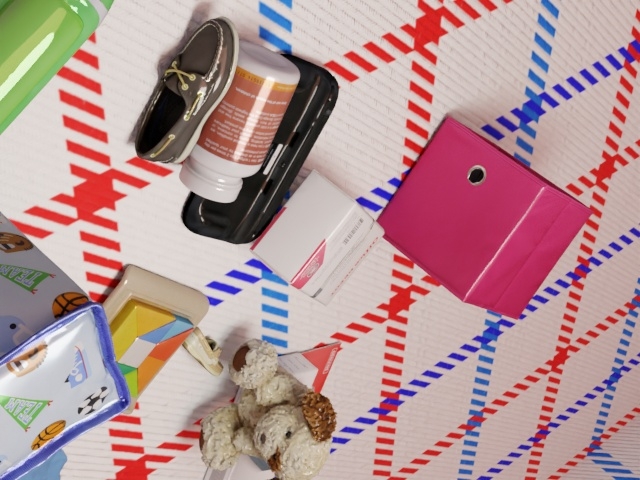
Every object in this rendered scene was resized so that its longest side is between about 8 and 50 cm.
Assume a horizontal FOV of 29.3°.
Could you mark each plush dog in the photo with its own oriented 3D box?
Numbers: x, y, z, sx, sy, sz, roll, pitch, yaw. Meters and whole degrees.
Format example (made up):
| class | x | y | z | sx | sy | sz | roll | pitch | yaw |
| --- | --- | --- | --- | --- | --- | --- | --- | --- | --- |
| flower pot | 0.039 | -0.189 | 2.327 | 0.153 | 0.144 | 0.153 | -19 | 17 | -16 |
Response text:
| class | x | y | z | sx | sy | sz | roll | pitch | yaw |
| --- | --- | --- | --- | --- | --- | --- | --- | --- | --- |
| plush dog | -0.064 | 0.328 | 2.133 | 0.211 | 0.225 | 0.262 | 9 | 117 | -37 |

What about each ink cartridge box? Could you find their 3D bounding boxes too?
| class | x | y | z | sx | sy | sz | roll | pitch | yaw |
| --- | --- | --- | --- | --- | --- | --- | --- | --- | --- |
| ink cartridge box | 0.000 | 0.000 | 2.056 | 0.172 | 0.100 | 0.237 | -51 | 162 | 0 |
| ink cartridge box | -0.075 | 0.350 | 2.389 | 0.261 | 0.066 | 0.296 | -8 | 128 | -46 |

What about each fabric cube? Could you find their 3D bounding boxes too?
| class | x | y | z | sx | sy | sz | roll | pitch | yaw |
| --- | --- | --- | --- | --- | --- | --- | --- | --- | --- |
| fabric cube | 0.304 | -0.039 | 2.297 | 0.258 | 0.254 | 0.259 | -55 | 148 | 10 |

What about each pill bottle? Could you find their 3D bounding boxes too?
| class | x | y | z | sx | sy | sz | roll | pitch | yaw |
| --- | --- | --- | --- | --- | --- | --- | --- | --- | --- |
| pill bottle | -0.123 | -0.169 | 1.761 | 0.121 | 0.121 | 0.216 | -1 | 122 | -51 |

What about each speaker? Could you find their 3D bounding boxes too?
| class | x | y | z | sx | sy | sz | roll | pitch | yaw |
| --- | --- | --- | --- | --- | --- | --- | --- | --- | --- |
| speaker | -0.373 | -0.211 | 1.408 | 0.296 | 0.131 | 0.131 | -49 | 148 | -4 |

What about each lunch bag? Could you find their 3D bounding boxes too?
| class | x | y | z | sx | sy | sz | roll | pitch | yaw |
| --- | --- | --- | --- | --- | --- | --- | --- | --- | --- |
| lunch bag | -0.480 | 0.146 | 1.441 | 0.385 | 0.328 | 0.239 | -33 | 139 | -24 |

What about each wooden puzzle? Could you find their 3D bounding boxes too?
| class | x | y | z | sx | sy | sz | roll | pitch | yaw |
| --- | --- | --- | --- | --- | --- | --- | --- | --- | --- |
| wooden puzzle | -0.299 | 0.167 | 1.947 | 0.238 | 0.044 | 0.221 | -55 | 146 | 5 |

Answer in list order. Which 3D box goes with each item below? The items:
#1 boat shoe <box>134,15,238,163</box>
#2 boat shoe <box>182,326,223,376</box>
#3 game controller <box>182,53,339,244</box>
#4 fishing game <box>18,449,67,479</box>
| class | x | y | z | sx | sy | sz | roll | pitch | yaw |
| --- | --- | --- | --- | --- | --- | --- | --- | --- | --- |
| boat shoe | -0.185 | -0.204 | 1.686 | 0.069 | 0.081 | 0.227 | -6 | 129 | -54 |
| boat shoe | -0.193 | 0.190 | 2.097 | 0.045 | 0.050 | 0.135 | -42 | 147 | -4 |
| game controller | -0.092 | -0.136 | 1.905 | 0.166 | 0.067 | 0.319 | 18 | 107 | -41 |
| fishing game | -0.479 | 0.382 | 1.949 | 0.264 | 0.041 | 0.189 | -54 | 156 | -7 |
